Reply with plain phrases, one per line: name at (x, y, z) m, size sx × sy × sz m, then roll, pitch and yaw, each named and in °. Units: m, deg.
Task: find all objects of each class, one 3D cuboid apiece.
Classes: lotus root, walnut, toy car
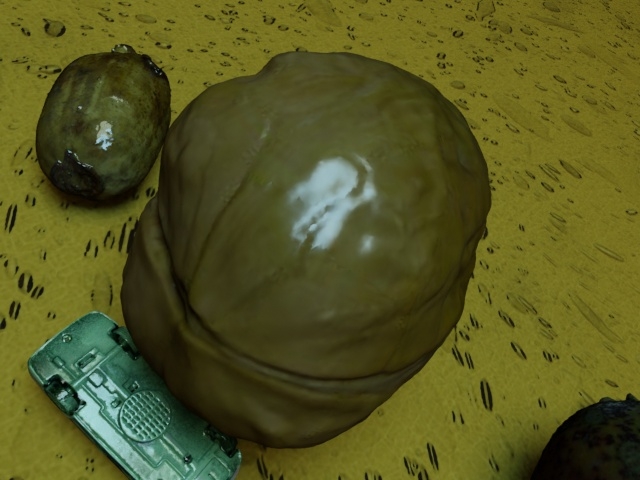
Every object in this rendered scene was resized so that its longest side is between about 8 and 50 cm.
lotus root at (-0.271, -0.165, 0.669) m, size 0.145 × 0.128 × 0.260 m, roll 8°, pitch 54°, yaw -6°
walnut at (0.000, 0.000, 0.519) m, size 0.308 × 0.354 × 0.398 m, roll 43°, pitch 38°, yaw 6°
toy car at (-0.180, 0.175, 0.512) m, size 0.224 × 0.076 × 0.090 m, roll 45°, pitch 51°, yaw 1°

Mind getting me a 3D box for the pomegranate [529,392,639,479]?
pomegranate at (0.364, 0.285, 0.576) m, size 0.285 × 0.285 × 0.341 m, roll 37°, pitch 19°, yaw 4°
